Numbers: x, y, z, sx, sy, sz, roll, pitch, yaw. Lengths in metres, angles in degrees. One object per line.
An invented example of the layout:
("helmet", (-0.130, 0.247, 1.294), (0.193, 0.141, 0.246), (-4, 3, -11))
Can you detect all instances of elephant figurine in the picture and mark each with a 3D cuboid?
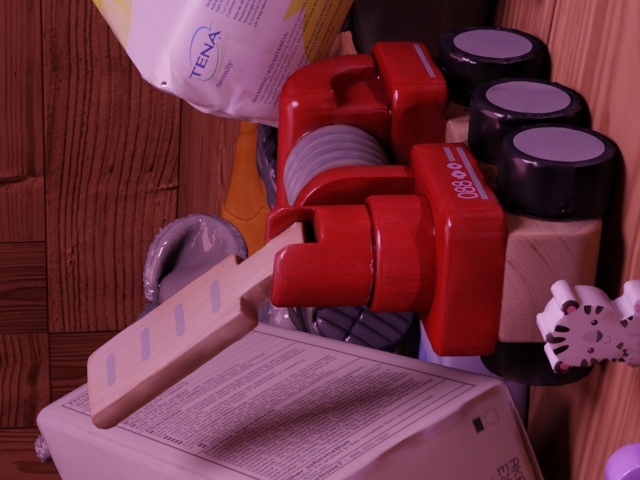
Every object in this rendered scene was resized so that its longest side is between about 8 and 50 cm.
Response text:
("elephant figurine", (-0.067, 0.064, 1.405), (0.186, 0.239, 0.169), (-25, -68, -61))

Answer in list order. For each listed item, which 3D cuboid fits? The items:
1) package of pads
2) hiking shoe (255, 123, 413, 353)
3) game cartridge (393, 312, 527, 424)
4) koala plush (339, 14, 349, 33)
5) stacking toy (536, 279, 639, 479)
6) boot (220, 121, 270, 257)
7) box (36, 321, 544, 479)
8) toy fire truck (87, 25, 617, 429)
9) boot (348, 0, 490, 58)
("package of pads", (-0.058, -0.219, 1.153), (0.229, 0.101, 0.296), (-66, 29, 18))
("hiking shoe", (0.000, 0.000, 1.246), (0.114, 0.086, 0.227), (104, 163, -50))
("game cartridge", (0.076, 0.105, 1.218), (0.198, 0.062, 0.297), (-97, 9, -59))
("koala plush", (-0.004, -0.255, 1.412), (0.221, 0.203, 0.196), (-62, -13, -62))
("stacking toy", (0.129, 0.145, 0.852), (0.167, 0.052, 0.221), (-105, 15, -59))
("boot", (-0.038, -0.027, 1.806), (0.211, 0.104, 0.295), (151, 121, -81))
("box", (-0.020, 0.138, 1.109), (0.311, 0.148, 0.121), (10, 125, 60))
("toy fire truck", (0.004, -0.003, 1.006), (0.217, 0.246, 0.158), (-108, 19, -63))
("boot", (0.074, -0.165, 1.103), (0.161, 0.083, 0.246), (-122, 29, -63))
